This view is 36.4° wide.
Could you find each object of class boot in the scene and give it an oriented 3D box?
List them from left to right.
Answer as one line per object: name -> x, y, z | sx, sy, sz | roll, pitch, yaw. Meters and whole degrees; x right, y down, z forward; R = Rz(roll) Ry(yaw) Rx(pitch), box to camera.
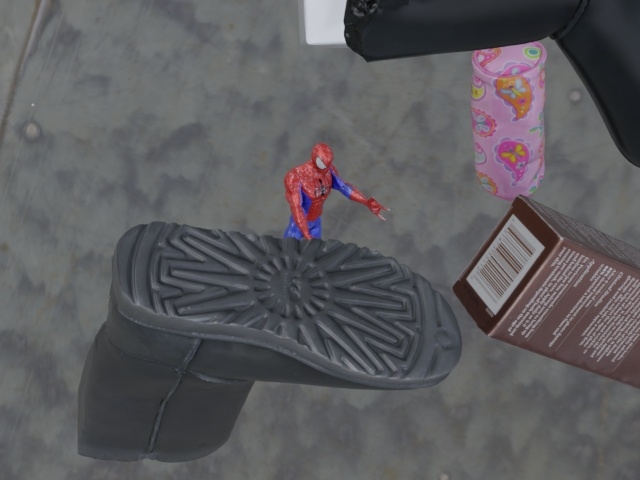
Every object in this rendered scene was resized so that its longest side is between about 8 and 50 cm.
boot -> -0.089, 0.163, 1.125 | 0.366, 0.445, 0.146 | 16, 53, -9
boot -> 0.121, -0.133, 0.582 | 0.207, 0.094, 0.247 | -6, 135, 11

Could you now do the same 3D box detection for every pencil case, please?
pencil case -> 0.312, -0.198, 1.604 | 0.124, 0.124, 0.284 | -27, 137, -11

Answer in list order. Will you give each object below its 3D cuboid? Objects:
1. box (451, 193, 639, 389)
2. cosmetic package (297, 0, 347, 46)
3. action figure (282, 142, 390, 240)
box -> 0.415, 0.087, 1.531 | 0.381, 0.143, 0.191 | 22, 112, -32
cosmetic package -> 0.088, -0.281, 1.056 | 0.223, 0.225, 0.138 | -3, 100, -2
action figure -> 0.000, 0.000, 1.329 | 0.091, 0.139, 0.280 | -22, 140, -33
